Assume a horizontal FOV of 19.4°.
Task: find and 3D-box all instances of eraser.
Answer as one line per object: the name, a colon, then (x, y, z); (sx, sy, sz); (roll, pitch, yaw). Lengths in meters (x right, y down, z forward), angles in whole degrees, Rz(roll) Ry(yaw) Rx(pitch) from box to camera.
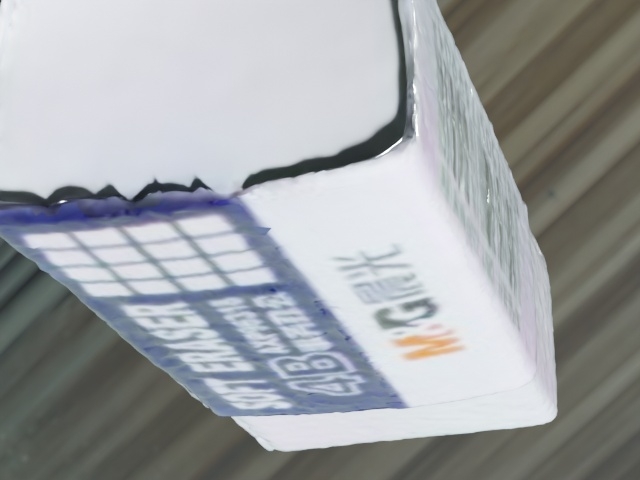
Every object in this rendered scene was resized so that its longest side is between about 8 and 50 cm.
eraser: (0.000, 0.000, 0.631); (0.287, 0.130, 0.086); (52, 36, -64)
